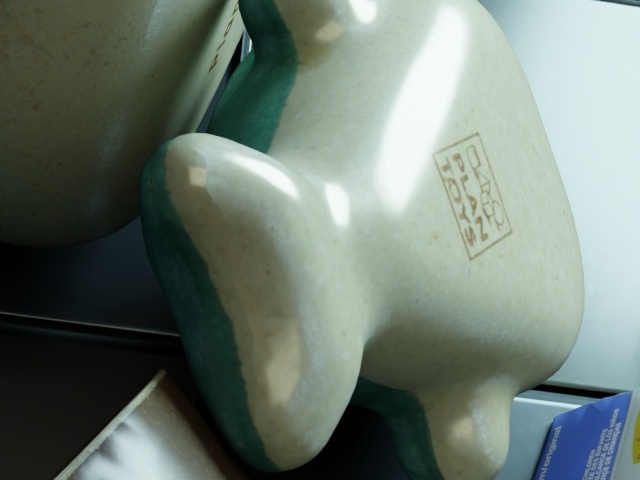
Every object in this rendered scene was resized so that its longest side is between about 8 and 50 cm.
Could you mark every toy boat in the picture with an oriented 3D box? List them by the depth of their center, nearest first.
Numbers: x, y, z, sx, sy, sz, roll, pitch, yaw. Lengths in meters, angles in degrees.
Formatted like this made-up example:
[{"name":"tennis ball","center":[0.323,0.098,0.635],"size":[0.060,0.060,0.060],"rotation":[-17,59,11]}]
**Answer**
[{"name":"toy boat","center":[-0.088,-0.142,0.630],"size":[0.148,0.267,0.318],"rotation":[26,25,1]}]

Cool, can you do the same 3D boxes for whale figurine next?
[{"name":"whale figurine","center":[0.000,0.000,0.540],"size":[0.272,0.141,0.216],"rotation":[-32,104,-63]}]

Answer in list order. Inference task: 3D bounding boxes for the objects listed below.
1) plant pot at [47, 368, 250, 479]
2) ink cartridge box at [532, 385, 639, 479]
[{"name":"plant pot","center":[-0.043,0.195,0.428],"size":[0.230,0.215,0.215],"rotation":[45,58,-2]},{"name":"ink cartridge box","center":[0.182,0.114,0.482],"size":[0.065,0.311,0.185],"rotation":[41,52,-23]}]
